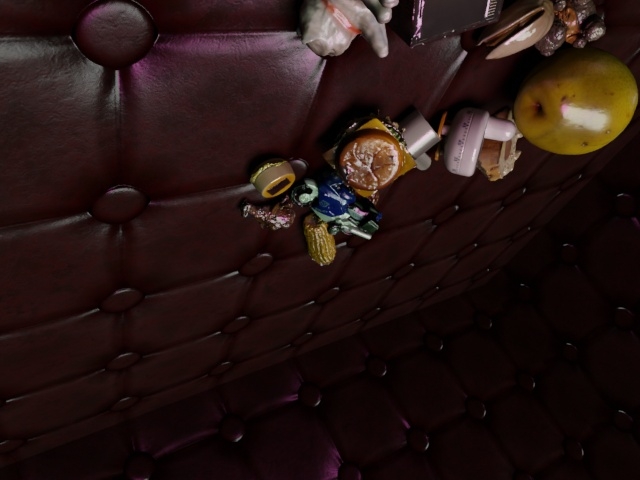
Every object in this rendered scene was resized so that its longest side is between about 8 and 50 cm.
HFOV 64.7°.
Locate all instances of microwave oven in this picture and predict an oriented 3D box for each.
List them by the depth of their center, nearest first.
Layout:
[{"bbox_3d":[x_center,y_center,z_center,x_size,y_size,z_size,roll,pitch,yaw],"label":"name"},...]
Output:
[{"bbox_3d":[0.256,-0.566,1.094,0.248,0.188,0.178,-20,147,-11],"label":"microwave oven"}]

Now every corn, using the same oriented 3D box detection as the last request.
[{"bbox_3d":[0.000,0.000,1.911,0.115,0.115,0.317,-27,153,-6],"label":"corn"}]

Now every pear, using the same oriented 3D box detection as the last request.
[{"bbox_3d":[0.837,-0.459,1.682,0.419,0.362,0.362,-17,151,-31],"label":"pear"}]

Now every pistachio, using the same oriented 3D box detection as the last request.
[{"bbox_3d":[0.547,-0.593,1.412,0.223,0.126,0.152,-34,-171,8],"label":"pistachio"}]

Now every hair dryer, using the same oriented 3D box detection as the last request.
[{"bbox_3d":[0.319,-0.299,1.720,0.203,0.128,0.362,-39,160,18],"label":"hair dryer"}]

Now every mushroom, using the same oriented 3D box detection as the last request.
[{"bbox_3d":[0.157,-0.160,1.812,0.126,0.084,0.109,0,144,-30],"label":"mushroom"}]

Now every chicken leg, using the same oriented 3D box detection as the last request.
[{"bbox_3d":[-0.172,-0.087,1.628,0.196,0.080,0.125,-5,135,-28],"label":"chicken leg"}]

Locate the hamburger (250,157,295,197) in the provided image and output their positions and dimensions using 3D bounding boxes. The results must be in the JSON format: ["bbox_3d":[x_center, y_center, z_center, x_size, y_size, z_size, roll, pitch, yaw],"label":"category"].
[{"bbox_3d":[-0.141,-0.187,1.465,0.127,0.081,0.141,-38,165,21],"label":"hamburger"}]

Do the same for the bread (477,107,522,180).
[{"bbox_3d":[0.680,-0.336,1.901,0.224,0.211,0.184,-35,147,21],"label":"bread"}]

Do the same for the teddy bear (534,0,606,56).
[{"bbox_3d":[0.726,-0.648,1.508,0.190,0.140,0.177,-29,113,19],"label":"teddy bear"}]

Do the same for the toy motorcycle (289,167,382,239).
[{"bbox_3d":[0.064,-0.127,1.684,0.331,0.125,0.196,29,127,-31],"label":"toy motorcycle"}]

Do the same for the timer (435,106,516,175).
[{"bbox_3d":[0.523,-0.333,1.714,0.233,0.240,0.233,15,90,-74],"label":"timer"}]

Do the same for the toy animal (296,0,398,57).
[{"bbox_3d":[0.042,-0.469,0.998,0.188,0.307,0.266,-8,130,-1],"label":"toy animal"}]

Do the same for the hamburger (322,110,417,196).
[{"bbox_3d":[0.141,-0.255,1.501,0.262,0.138,0.243,-32,120,22],"label":"hamburger"}]
